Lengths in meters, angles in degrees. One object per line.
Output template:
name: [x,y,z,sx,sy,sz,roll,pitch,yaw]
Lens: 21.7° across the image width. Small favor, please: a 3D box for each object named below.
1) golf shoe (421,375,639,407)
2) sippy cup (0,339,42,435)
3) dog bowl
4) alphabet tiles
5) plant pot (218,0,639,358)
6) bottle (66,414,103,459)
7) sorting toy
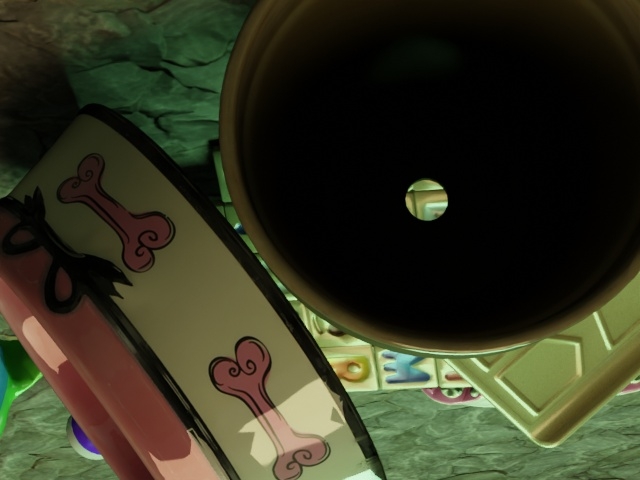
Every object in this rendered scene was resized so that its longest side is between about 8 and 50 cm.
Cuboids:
golf shoe: [0.260,0.130,1.868,0.306,0.115,0.140,-4,164,8]
sippy cup: [-0.401,0.088,1.508,0.240,0.305,0.224,33,145,17]
dog bowl: [-0.128,0.098,1.348,0.150,0.408,0.408,-36,157,-14]
alphabet tiles: [0.037,0.028,1.521,0.343,0.011,0.285,-3,125,8]
plant pot: [0.088,-0.056,1.271,0.323,0.323,0.280,-5,169,-3]
bottle: [-0.191,0.155,1.780,0.092,0.118,0.283,-1,155,-33]
sorting toy: [0.246,0.025,1.492,0.307,0.041,0.229,-43,122,7]
